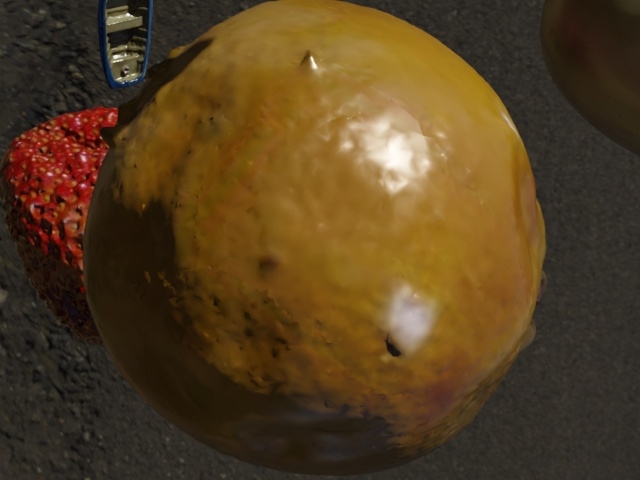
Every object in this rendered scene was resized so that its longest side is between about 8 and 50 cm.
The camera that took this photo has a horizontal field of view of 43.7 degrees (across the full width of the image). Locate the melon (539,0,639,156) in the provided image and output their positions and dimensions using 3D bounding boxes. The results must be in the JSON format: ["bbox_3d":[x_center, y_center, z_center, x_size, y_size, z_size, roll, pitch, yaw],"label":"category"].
[{"bbox_3d":[0.357,-0.182,0.761,0.223,0.317,0.223,-41,157,-22],"label":"melon"}]

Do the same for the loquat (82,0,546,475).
[{"bbox_3d":[0.000,0.000,0.557,0.328,0.328,0.328,-13,114,-30],"label":"loquat"}]

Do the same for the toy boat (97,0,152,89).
[{"bbox_3d":[-0.245,-0.299,0.977,0.080,0.046,0.229,-26,137,-38],"label":"toy boat"}]

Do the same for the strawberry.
[{"bbox_3d":[-0.241,-0.012,0.924,0.288,0.250,0.238,31,133,-11],"label":"strawberry"}]
